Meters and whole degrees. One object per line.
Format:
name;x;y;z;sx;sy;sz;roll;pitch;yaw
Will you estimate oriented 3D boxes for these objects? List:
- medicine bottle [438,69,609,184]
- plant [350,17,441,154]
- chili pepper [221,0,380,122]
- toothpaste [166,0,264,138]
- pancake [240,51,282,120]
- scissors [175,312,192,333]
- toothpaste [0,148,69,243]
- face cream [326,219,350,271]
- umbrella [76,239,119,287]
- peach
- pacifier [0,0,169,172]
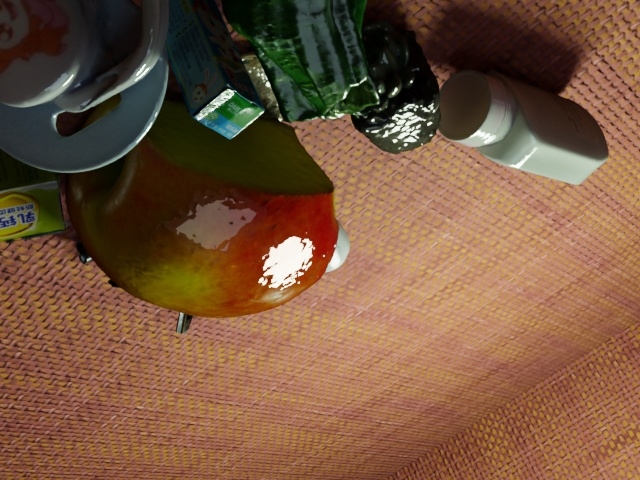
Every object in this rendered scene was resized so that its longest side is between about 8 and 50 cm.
medicine bottle;0.308;-0.176;1.402;0.296;0.161;0.111;9;135;-44
plant;0.093;-0.205;1.238;0.129;0.132;0.194;-27;150;9
chili pepper;-0.027;-0.261;0.995;0.168;0.213;0.384;-4;139;6
toothpaste;-0.133;-0.221;0.926;0.050;0.266;0.065;-37;146;20
pancake;-0.089;-0.198;1.229;0.152;0.025;0.151;-17;148;-11
scissors;-0.191;0.039;1.464;0.160;0.024;0.317;-9;135;-33
toothpaste;-0.491;-0.038;1.149;0.328;0.077;0.110;-13;146;-18
face cream;0.000;0.000;1.534;0.091;0.091;0.095;-24;141;0
umbrella;-0.289;0.046;1.431;0.080;0.071;0.224;-4;162;22
peach;-0.142;-0.018;1.231;0.381;0.242;0.306;8;133;-43
pacifier;-0.255;-0.226;0.920;0.244;0.299;0.233;-26;-170;10
